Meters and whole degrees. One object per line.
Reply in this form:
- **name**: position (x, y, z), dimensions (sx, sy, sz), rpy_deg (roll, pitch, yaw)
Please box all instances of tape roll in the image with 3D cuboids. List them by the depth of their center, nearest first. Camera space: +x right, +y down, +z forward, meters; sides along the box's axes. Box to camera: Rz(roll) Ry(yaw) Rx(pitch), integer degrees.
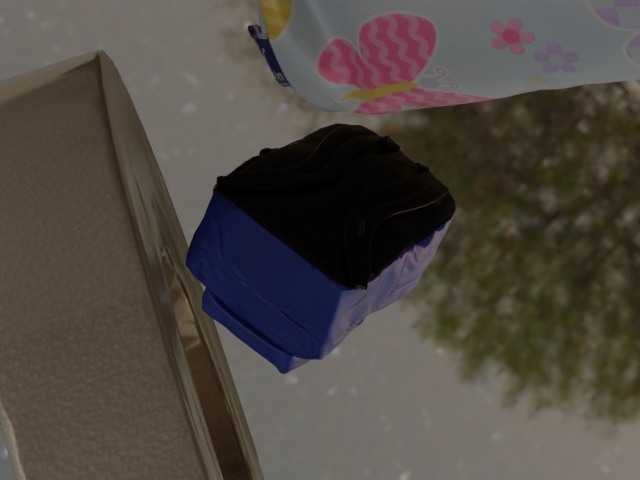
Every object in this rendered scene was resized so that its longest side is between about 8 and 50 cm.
- **tape roll**: position (-0.072, 0.107, 0.827), dimensions (0.392, 0.072, 0.392), rpy_deg (163, 90, -88)

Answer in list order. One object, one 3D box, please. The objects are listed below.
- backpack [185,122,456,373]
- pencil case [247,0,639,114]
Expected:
- **backpack**: position (0.000, 0.000, 0.901), dimensions (0.098, 0.101, 0.120), rpy_deg (41, -136, 13)
- **pencil case**: position (0.104, -0.122, 0.691), dimensions (0.124, 0.273, 0.113), rpy_deg (63, -143, -35)
